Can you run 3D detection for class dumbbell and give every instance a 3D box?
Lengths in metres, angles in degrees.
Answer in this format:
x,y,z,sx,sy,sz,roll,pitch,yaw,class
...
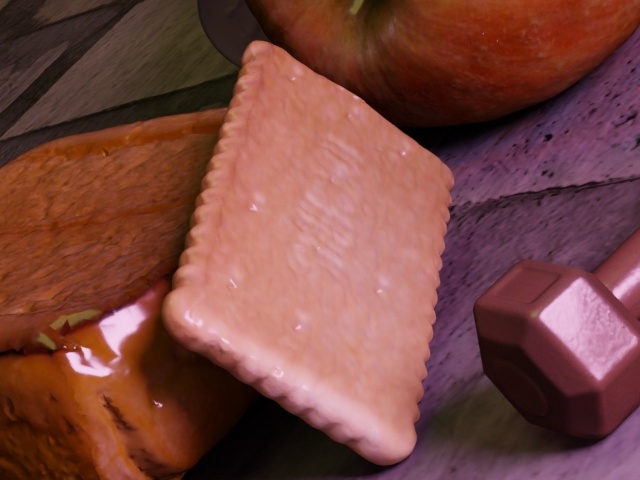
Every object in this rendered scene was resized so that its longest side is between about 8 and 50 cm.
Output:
x,y,z,sx,sy,sz,roll,pitch,yaw,class
0.176,0.002,0.845,0.231,0.082,0.092,-40,23,-20,dumbbell

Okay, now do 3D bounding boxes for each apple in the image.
x,y,z,sx,sy,sz,roll,pitch,yaw,class
0.099,-0.223,1.172,0.309,0.277,0.250,24,41,34,apple

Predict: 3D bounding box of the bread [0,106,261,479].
x,y,z,sx,sy,sz,roll,pitch,yaw,class
-0.145,0.046,1.072,0.337,0.148,0.328,-7,26,34,bread

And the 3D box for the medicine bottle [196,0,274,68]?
x,y,z,sx,sy,sz,roll,pitch,yaw,class
-0.010,-0.267,1.513,0.170,0.170,0.293,-21,26,23,medicine bottle

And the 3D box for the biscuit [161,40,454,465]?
x,y,z,sx,sy,sz,roll,pitch,yaw,class
0.000,0.001,0.943,0.030,0.160,0.249,-43,23,37,biscuit
